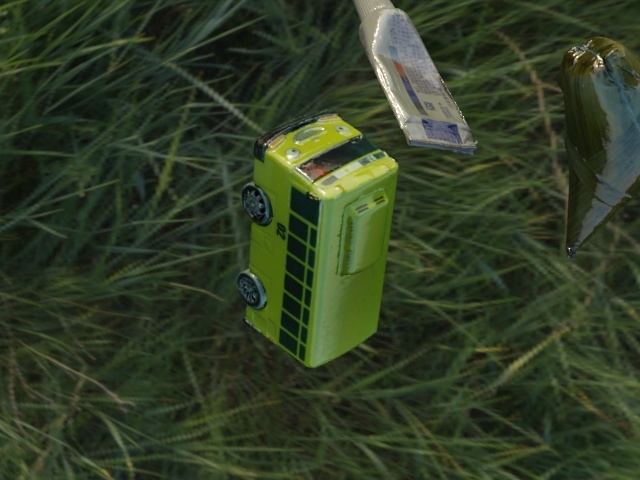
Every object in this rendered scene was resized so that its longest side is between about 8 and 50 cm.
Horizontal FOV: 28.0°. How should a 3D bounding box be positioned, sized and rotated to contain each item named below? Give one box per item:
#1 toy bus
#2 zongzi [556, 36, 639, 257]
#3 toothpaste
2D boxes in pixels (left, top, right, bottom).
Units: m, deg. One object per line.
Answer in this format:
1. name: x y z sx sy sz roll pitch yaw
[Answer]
1. toy bus: 0.000 0.000 1.448 0.128 0.150 0.262 -27 137 -36
2. zongzi: 0.322 -0.113 1.552 0.221 0.112 0.242 31 102 -43
3. toothpaste: 0.107 -0.218 1.618 0.099 0.068 0.282 -15 57 -11
